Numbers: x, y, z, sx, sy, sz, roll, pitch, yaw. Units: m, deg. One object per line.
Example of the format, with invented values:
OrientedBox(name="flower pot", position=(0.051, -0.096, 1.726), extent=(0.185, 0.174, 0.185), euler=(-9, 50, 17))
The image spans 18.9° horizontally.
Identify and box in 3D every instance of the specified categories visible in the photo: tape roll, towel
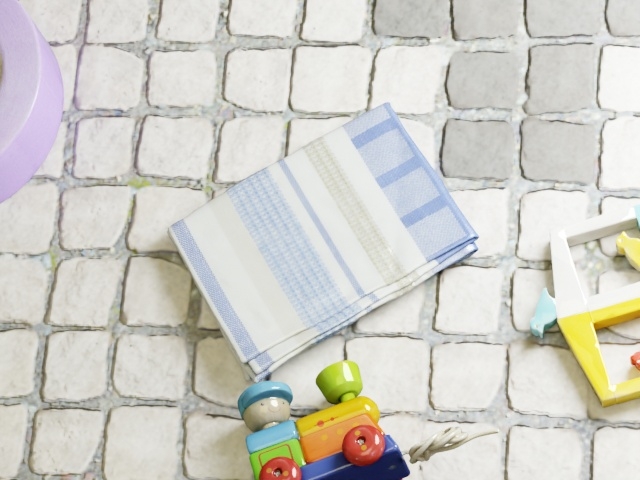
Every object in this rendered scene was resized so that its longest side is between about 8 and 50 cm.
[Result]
OrientedBox(name="tape roll", position=(-0.428, -0.161, 2.128), extent=(0.275, 0.090, 0.275), euler=(-4, 69, 9))
OrientedBox(name="towel", position=(0.000, 0.000, 2.020), extent=(0.285, 0.034, 0.209), euler=(-31, 65, -4))

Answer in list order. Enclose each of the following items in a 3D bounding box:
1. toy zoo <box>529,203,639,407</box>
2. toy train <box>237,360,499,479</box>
OrientedBox(name="toy zoo", position=(0.354, 0.051, 1.936), extent=(0.293, 0.030, 0.192), euler=(-17, 68, 4))
OrientedBox(name="toy train", position=(0.041, 0.180, 1.918), extent=(0.248, 0.105, 0.143), euler=(-21, 54, 2))
